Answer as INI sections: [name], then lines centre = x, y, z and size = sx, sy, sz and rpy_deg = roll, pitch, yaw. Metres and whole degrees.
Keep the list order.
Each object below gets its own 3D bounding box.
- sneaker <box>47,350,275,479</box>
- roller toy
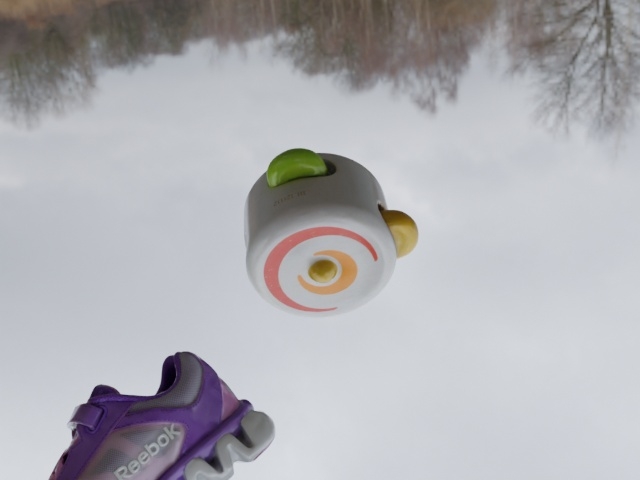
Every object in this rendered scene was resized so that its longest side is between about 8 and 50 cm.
[sneaker]
centre = -0.148, 0.158, 0.545
size = 0.236, 0.105, 0.095
rpy_deg = -34, -176, -30
[roller toy]
centre = 0.000, 0.000, 1.028
size = 0.209, 0.191, 0.146
rpy_deg = 22, -145, -24
